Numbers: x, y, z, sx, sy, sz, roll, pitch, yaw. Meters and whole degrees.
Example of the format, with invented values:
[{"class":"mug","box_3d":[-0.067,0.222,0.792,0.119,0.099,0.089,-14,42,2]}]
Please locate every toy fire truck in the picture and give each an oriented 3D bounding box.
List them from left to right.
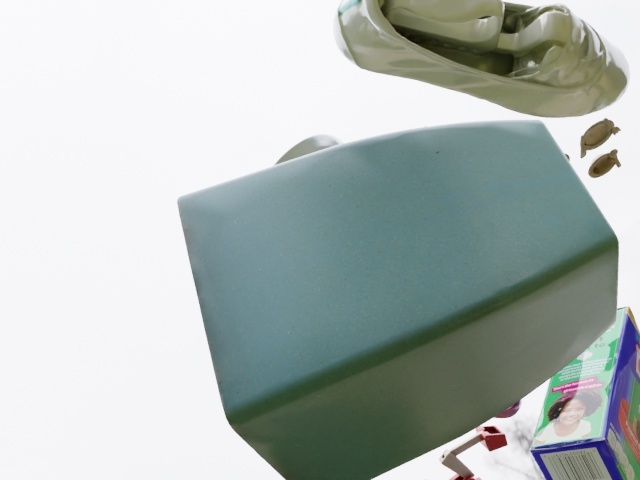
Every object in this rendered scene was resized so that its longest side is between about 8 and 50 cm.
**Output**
[{"class":"toy fire truck","box_3d":[0.261,0.435,1.520,0.192,0.047,0.135,-14,-77,-10]}]

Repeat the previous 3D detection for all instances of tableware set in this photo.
[{"class":"tableware set","box_3d":[0.423,-0.124,1.327,0.168,0.020,0.141,-34,-37,8]}]

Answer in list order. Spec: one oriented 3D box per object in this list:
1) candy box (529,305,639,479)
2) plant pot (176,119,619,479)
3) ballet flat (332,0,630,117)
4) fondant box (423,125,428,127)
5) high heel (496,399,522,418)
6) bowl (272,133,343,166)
[{"class":"candy box","box_3d":[0.451,0.304,1.240,0.122,0.317,0.268,-19,-70,33]},{"class":"plant pot","box_3d":[0.058,0.031,0.521,0.234,0.165,0.166,-23,-37,4]},{"class":"ballet flat","box_3d":[0.216,-0.236,0.966,0.400,0.139,0.139,8,-41,-12]},{"class":"fondant box","box_3d":[0.303,-0.044,1.567,0.330,0.238,0.096,24,-35,-11]},{"class":"high heel","box_3d":[0.195,0.238,1.285,0.244,0.082,0.117,12,-4,14]},{"class":"bowl","box_3d":[0.000,0.000,1.227,0.134,0.298,0.298,24,-51,-32]}]
